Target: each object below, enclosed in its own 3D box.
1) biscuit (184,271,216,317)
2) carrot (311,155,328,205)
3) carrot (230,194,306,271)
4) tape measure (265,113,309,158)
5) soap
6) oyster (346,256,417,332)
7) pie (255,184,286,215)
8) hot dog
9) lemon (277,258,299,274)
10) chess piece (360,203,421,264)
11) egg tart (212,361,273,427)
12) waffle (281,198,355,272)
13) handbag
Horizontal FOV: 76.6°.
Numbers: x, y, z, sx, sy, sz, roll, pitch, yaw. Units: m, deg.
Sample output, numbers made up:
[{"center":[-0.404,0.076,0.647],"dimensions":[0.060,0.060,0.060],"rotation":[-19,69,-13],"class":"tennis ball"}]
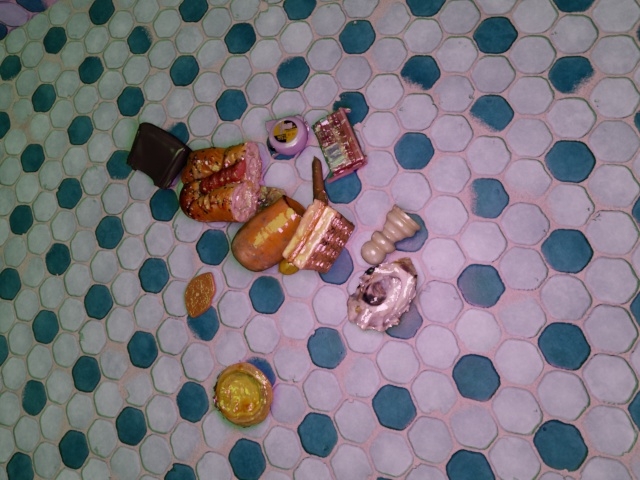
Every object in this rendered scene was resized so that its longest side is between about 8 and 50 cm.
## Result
[{"center":[-0.553,0.245,1.857],"dimensions":[0.142,0.029,0.220],"rotation":[17,87,15],"class":"biscuit"},{"center":[-0.006,-0.211,1.762],"dimensions":[0.070,0.070,0.341],"rotation":[-6,79,14],"class":"carrot"},{"center":[-0.206,-0.025,1.698],"dimensions":[0.341,0.224,0.224],"rotation":[-42,74,13],"class":"carrot"},{"center":[-0.148,-0.465,1.820],"dimensions":[0.196,0.105,0.178],"rotation":[-5,74,12],"class":"tape measure"},{"center":[0.077,-0.414,1.751],"dimensions":[0.218,0.098,0.273],"rotation":[-23,77,10],"class":"soap"},{"center":[0.258,0.212,1.614],"dimensions":[0.238,0.115,0.351],"rotation":[34,87,25],"class":"oyster"},{"center":[-0.250,-0.158,1.824],"dimensions":[0.219,0.052,0.184],"rotation":[5,87,18],"class":"pie"},{"center":[-0.469,-0.256,1.808],"dimensions":[0.366,0.196,0.366],"rotation":[-1,76,28],"class":"hot dog"},{"center":[-0.134,0.108,1.742],"dimensions":[0.111,0.082,0.081],"rotation":[-26,77,12],"class":"lemon"},{"center":[0.267,-0.008,1.635],"dimensions":[0.144,0.144,0.251],"rotation":[45,101,16],"class":"chess piece"},{"center":[-0.319,0.646,1.710],"dimensions":[0.279,0.095,0.278],"rotation":[-2,85,19],"class":"egg tart"},{"center":[0.000,0.000,1.570],"dimensions":[0.114,0.376,0.260],"rotation":[34,93,16],"class":"waffle"},{"center":[-0.791,-0.408,1.970],"dimensions":[0.286,0.113,0.256],"rotation":[33,97,9],"class":"handbag"}]
